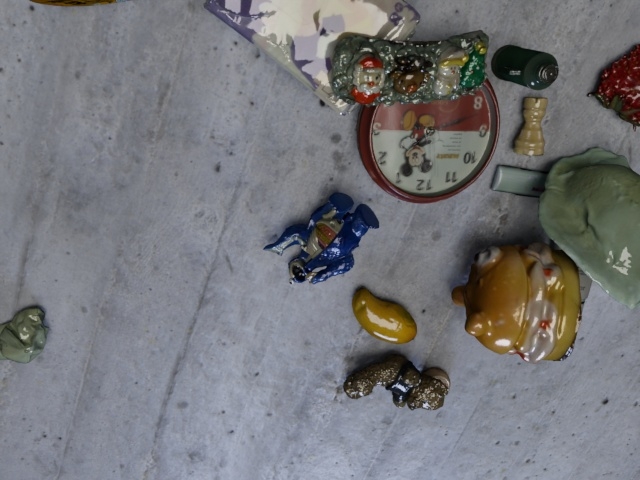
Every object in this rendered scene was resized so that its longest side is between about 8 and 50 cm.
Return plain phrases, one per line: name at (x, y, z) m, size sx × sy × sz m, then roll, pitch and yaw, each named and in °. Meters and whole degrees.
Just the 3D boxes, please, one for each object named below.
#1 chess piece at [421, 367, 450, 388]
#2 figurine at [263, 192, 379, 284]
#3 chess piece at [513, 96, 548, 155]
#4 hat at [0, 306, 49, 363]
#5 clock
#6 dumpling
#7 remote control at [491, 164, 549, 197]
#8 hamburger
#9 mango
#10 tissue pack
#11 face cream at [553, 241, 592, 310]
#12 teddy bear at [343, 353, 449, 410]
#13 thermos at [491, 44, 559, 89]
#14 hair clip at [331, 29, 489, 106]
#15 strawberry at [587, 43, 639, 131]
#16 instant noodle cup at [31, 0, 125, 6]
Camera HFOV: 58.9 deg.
chess piece at (0.299, 0.375, 1.487) m, size 0.083 × 0.038 × 0.084 m, roll -2°, pitch 111°, yaw -5°
figurine at (0.009, 0.001, 1.266) m, size 0.262 × 0.121 × 0.164 m, roll -35°, pitch 106°, yaw 27°
chess piece at (0.461, -0.249, 1.231) m, size 0.066 × 0.066 × 0.122 m, roll 2°, pitch 107°, yaw -7°
hat at (-0.707, 0.231, 1.306) m, size 0.166 × 0.081 × 0.123 m, roll -13°, pitch 111°, yaw 11°
clock at (0.230, -0.234, 1.201) m, size 0.318 × 0.080 × 0.319 m, roll -5°, pitch 111°, yaw -12°
dumpling at (0.616, -0.052, 1.202) m, size 0.270 × 0.321 × 0.212 m, roll 32°, pitch 115°, yaw -23°
remote control at (0.476, -0.130, 1.297) m, size 0.166 × 0.029 × 0.065 m, roll 7°, pitch 111°, yaw -9°
hamburger at (0.433, 0.132, 1.286) m, size 0.236 × 0.276 × 0.277 m, roll 6°, pitch 112°, yaw 1°
mango at (0.153, 0.191, 1.375) m, size 0.190 × 0.075 × 0.098 m, roll 32°, pitch 91°, yaw -13°
tissue pack at (-0.011, -0.432, 1.068) m, size 0.343 × 0.125 × 0.242 m, roll 34°, pitch 104°, yaw -20°
face cream at (0.611, 0.043, 1.365) m, size 0.143 × 0.089 × 0.315 m, roll 4°, pitch 101°, yaw -7°
teddy bear at (0.191, 0.351, 1.420) m, size 0.251 × 0.182 × 0.129 m, roll 13°, pitch 70°, yaw 0°
thermos at (0.403, -0.342, 1.113) m, size 0.083 × 0.188 × 0.073 m, roll 28°, pitch 107°, yaw -18°
hair clip at (0.181, -0.308, 1.047) m, size 0.321 × 0.091 × 0.139 m, roll -9°, pitch 126°, yaw -14°
strawberry at (0.695, -0.349, 1.197) m, size 0.167 × 0.087 × 0.208 m, roll 28°, pitch 106°, yaw -15°
instant noodle cup at (-0.403, -0.503, 0.961) m, size 0.215 × 0.216 × 0.173 m, roll -8°, pitch 105°, yaw -3°
